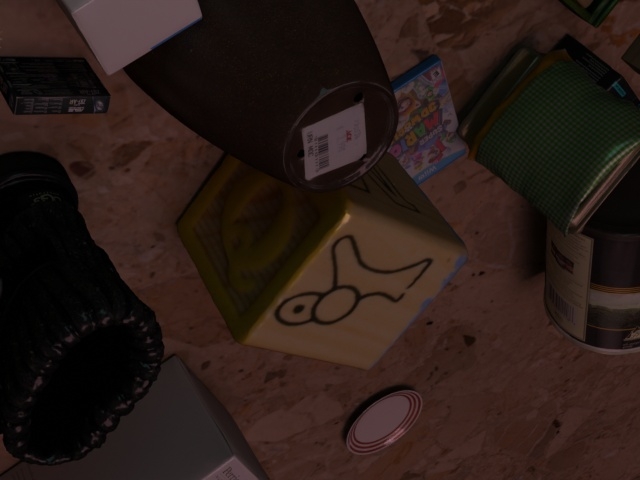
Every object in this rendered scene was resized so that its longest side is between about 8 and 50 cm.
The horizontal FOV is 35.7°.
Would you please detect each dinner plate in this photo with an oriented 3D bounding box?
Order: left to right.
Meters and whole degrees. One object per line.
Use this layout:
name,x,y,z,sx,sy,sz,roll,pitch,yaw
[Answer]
dinner plate,0.098,0.283,1.566,0.141,0.017,0.141,-22,140,-20

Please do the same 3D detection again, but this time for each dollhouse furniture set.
dollhouse furniture set,0.273,-0.187,1.080,0.151,0.197,0.301,22,109,-49

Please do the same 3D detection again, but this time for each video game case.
video game case,0.107,-0.126,1.169,0.119,0.015,0.166,-34,142,-6

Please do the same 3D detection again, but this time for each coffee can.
coffee can,0.415,0.002,1.390,0.201,0.201,0.275,-29,141,-12

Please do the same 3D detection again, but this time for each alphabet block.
alphabet block,0.000,0.000,1.056,0.197,0.193,0.192,20,116,-44

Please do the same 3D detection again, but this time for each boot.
boot,-0.266,0.120,0.919,0.131,0.260,0.348,-8,132,-33

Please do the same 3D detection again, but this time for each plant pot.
plant pot,-0.039,-0.149,0.858,0.215,0.230,0.215,-21,139,-20

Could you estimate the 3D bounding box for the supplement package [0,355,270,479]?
supplement package,-0.227,0.318,1.216,0.293,0.175,0.177,-35,141,-4

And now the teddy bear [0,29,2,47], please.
teddy bear,-0.401,-0.115,0.727,0.338,0.113,0.245,-51,148,3

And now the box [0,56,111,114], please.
box,-0.231,-0.133,0.854,0.083,0.067,0.018,-7,132,-35

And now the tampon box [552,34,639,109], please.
tampon box,0.303,-0.145,1.235,0.161,0.101,0.120,-46,141,10

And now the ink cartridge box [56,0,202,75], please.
ink cartridge box,-0.172,-0.221,0.766,0.092,0.143,0.090,-33,159,-7
